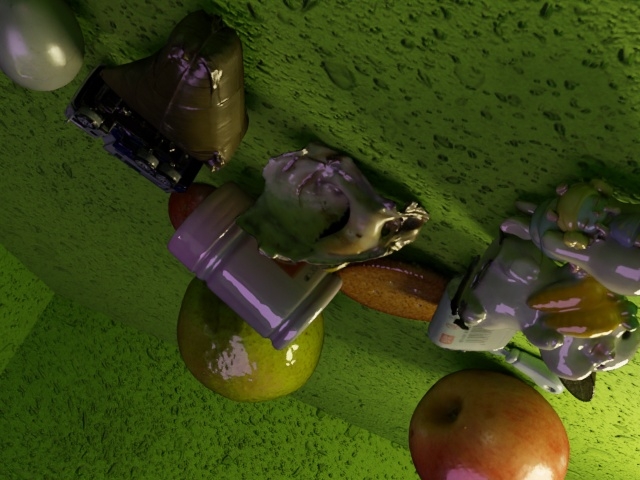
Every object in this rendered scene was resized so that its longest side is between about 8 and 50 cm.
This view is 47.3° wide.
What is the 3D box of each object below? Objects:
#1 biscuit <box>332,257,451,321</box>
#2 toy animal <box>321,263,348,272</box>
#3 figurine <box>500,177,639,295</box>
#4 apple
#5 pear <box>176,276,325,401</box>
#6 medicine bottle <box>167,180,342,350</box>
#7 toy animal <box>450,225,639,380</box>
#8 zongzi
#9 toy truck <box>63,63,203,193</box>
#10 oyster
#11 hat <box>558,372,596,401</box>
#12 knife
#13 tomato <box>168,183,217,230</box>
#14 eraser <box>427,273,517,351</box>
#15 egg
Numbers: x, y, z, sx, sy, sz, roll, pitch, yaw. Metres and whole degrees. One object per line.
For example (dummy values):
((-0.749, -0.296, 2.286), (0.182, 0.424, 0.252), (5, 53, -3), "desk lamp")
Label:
((0.169, 0.101, 1.549), (0.305, 0.038, 0.305), (14, 158, 6), "biscuit")
((0.063, -0.022, 1.383), (0.095, 0.219, 0.155), (42, 122, 10), "toy animal")
((0.354, -0.018, 1.013), (0.236, 0.127, 0.155), (25, -179, 32), "figurine")
((0.395, 0.481, 1.763), (0.364, 0.363, 0.364), (23, 157, 10), "apple")
((-0.165, 0.205, 1.767), (0.391, 0.391, 0.391), (23, 157, 10), "pear")
((-0.131, 0.050, 1.495), (0.316, 0.202, 0.202), (43, 157, -1), "medicine bottle")
((0.381, 0.116, 1.174), (0.310, 0.182, 0.247), (26, -179, -1), "toy animal")
((-0.253, -0.273, 1.135), (0.300, 0.145, 0.274), (30, 155, 11), "zongzi")
((-0.358, -0.207, 1.410), (0.268, 0.124, 0.155), (37, 161, -26), "toy truck")
((0.016, -0.052, 1.268), (0.271, 0.275, 0.100), (52, -170, -19), "oyster")
((0.532, 0.246, 1.475), (0.146, 0.067, 0.146), (160, 90, -79), "hat")
((0.400, 0.246, 1.653), (0.331, 0.044, 0.080), (30, 162, 9), "knife")
((-0.258, -0.035, 1.708), (0.237, 0.095, 0.236), (23, 157, 10), "tomato")
((0.311, 0.144, 1.416), (0.174, 0.081, 0.227), (1, 153, -1), "eraser")
((-0.475, -0.340, 1.214), (0.151, 0.151, 0.209), (24, 157, 8), "egg")
